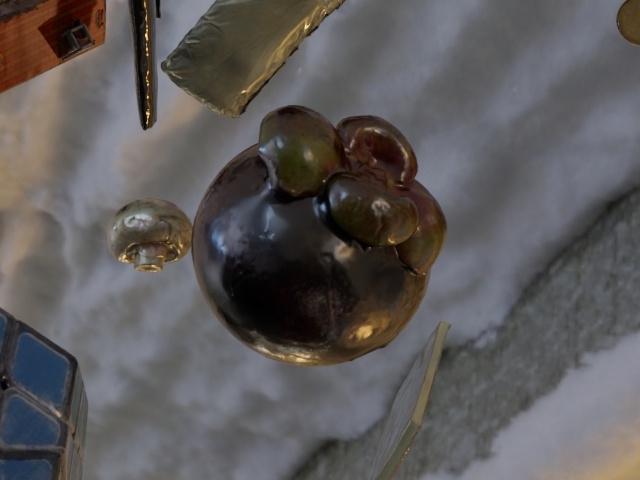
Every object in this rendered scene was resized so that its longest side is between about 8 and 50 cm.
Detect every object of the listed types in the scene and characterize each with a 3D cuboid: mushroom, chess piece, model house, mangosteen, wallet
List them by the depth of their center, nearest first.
[{"bbox_3d":[0.000,0.000,0.903,0.210,0.209,0.210,9,141,7],"label":"mangosteen"},{"bbox_3d":[-0.163,-0.002,1.099,0.084,0.067,0.083,-2,158,-1],"label":"mushroom"},{"bbox_3d":[-0.375,-0.253,1.348,0.207,0.294,0.154,-22,102,44],"label":"model house"},{"bbox_3d":[0.413,-0.281,1.480,0.066,0.122,0.066,2,98,13],"label":"chess piece"},{"bbox_3d":[-0.311,-0.384,2.045,0.051,0.197,0.377,2,142,-5],"label":"wallet"}]

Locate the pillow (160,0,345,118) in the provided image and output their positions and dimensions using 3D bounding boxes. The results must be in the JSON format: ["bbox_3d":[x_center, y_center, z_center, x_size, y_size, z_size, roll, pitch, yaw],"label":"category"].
[{"bbox_3d":[-0.080,-0.257,1.407,0.229,0.051,0.128,-45,127,12],"label":"pillow"}]

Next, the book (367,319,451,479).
[{"bbox_3d":[0.094,0.188,1.257,0.016,0.198,0.138,26,122,1],"label":"book"}]

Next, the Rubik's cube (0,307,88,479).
[{"bbox_3d":[-0.297,0.161,0.757,0.319,0.319,0.264,31,133,-19],"label":"Rubik's cube"}]
